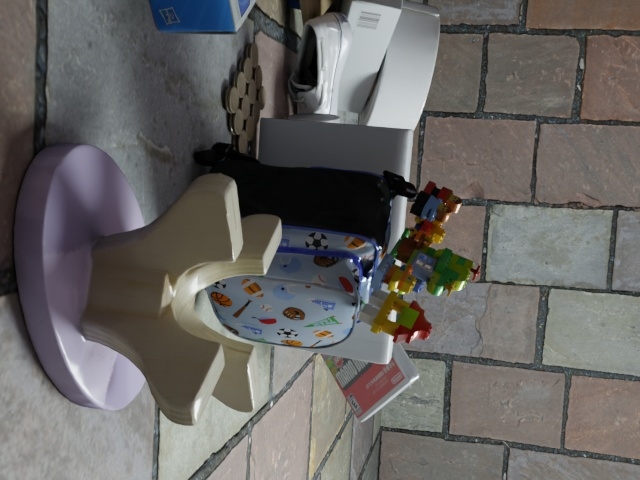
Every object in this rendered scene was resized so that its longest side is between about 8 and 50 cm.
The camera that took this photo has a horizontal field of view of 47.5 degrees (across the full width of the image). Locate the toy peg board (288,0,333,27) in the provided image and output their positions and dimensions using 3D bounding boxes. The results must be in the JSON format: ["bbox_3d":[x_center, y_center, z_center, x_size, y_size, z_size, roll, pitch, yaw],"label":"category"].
[{"bbox_3d":[-0.025,-0.478,1.242,0.160,0.079,0.161,-59,155,-31],"label":"toy peg board"}]

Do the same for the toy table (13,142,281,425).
[{"bbox_3d":[-0.143,0.048,0.651,0.274,0.161,0.252,82,17,-47],"label":"toy table"}]

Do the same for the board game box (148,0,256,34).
[{"bbox_3d":[-0.104,-0.410,0.703,0.302,0.086,0.308,-73,162,-46],"label":"board game box"}]

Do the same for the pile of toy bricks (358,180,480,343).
[{"bbox_3d":[0.139,0.026,0.875,0.212,0.105,0.118,-54,164,-46],"label":"pile of toy bricks"}]

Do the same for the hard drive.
[{"bbox_3d":[0.009,-0.002,1.116,0.047,0.233,0.353,-26,122,-70],"label":"hard drive"}]

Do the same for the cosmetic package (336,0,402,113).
[{"bbox_3d":[0.089,-0.466,1.433,0.377,0.097,0.284,114,-17,-71],"label":"cosmetic package"}]

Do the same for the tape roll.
[{"bbox_3d":[0.161,-0.359,1.528,0.286,0.100,0.286,-169,-90,-85],"label":"tape roll"}]

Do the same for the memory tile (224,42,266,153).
[{"bbox_3d":[-0.108,-0.205,1.057,0.113,0.012,0.148,82,17,-46],"label":"memory tile"}]

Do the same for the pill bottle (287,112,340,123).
[{"bbox_3d":[-0.012,-0.110,1.278,0.121,0.121,0.216,-52,144,-68],"label":"pill bottle"}]

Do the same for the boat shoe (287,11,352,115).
[{"bbox_3d":[-0.018,-0.280,1.290,0.084,0.095,0.258,-19,136,-32],"label":"boat shoe"}]

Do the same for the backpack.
[{"bbox_3d":[-0.030,0.027,0.959,0.263,0.277,0.213,82,21,-64],"label":"backpack"}]

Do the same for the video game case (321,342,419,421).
[{"bbox_3d":[0.042,0.150,1.241,0.285,0.025,0.204,59,-34,19],"label":"video game case"}]
